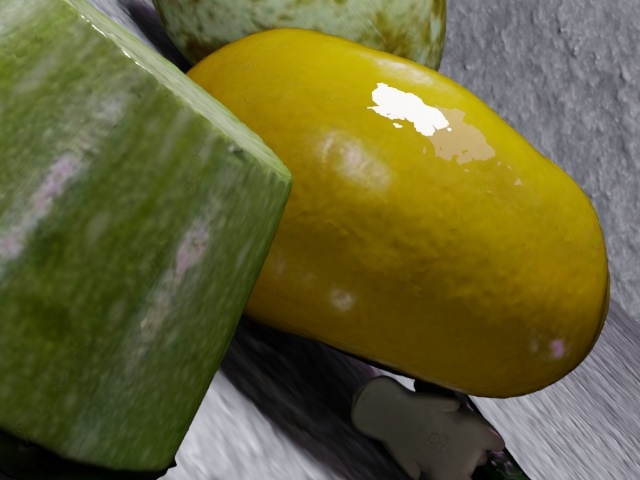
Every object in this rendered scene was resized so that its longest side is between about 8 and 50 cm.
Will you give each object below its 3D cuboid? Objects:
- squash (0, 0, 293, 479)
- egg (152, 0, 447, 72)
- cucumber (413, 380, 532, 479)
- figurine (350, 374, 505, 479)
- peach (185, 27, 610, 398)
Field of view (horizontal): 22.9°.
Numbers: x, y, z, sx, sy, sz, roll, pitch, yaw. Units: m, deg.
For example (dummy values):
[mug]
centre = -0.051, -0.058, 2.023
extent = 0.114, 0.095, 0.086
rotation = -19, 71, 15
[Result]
[squash]
centre = -0.088, -0.010, 0.529
extent = 0.170, 0.123, 0.170
rotation = 38, 5, -4
[egg]
centre = -0.011, -0.213, 1.324
extent = 0.289, 0.238, 0.238
rotation = 48, 6, -27
[cucumber]
centre = 0.101, 0.136, 0.845
extent = 0.184, 0.033, 0.036
rotation = 51, -4, 37
[figurine]
centre = 0.051, 0.097, 0.810
extent = 0.083, 0.047, 0.050
rotation = 34, -4, -3
[peach]
centre = 0.030, -0.007, 0.794
extent = 0.251, 0.153, 0.251
rotation = 34, 3, -2
